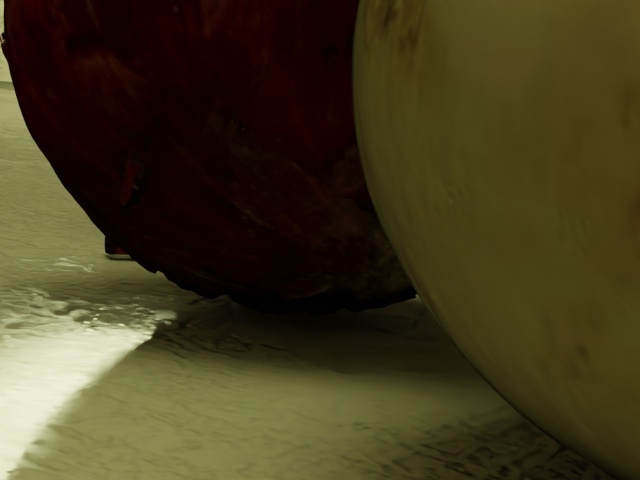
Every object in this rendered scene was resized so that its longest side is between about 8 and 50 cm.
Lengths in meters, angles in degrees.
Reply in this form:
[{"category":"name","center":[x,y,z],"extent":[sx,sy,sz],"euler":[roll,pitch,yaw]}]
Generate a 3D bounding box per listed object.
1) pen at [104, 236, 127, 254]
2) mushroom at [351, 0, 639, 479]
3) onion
[{"category":"pen","center":[0.000,0.000,0.901],"extent":[0.239,0.028,0.028],"euler":[2,8,-22]},{"category":"mushroom","center":[0.191,-0.062,0.450],"extent":[0.362,0.294,0.362],"euler":[4,7,-1]},{"category":"onion","center":[0.007,-0.096,0.707],"extent":[0.276,0.276,0.276],"euler":[5,7,-1]}]
